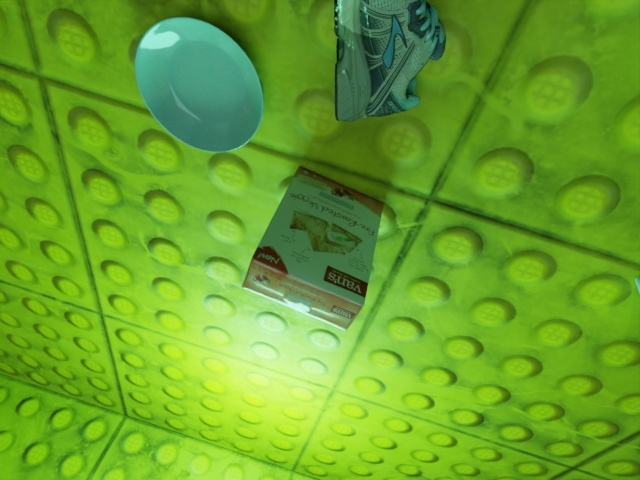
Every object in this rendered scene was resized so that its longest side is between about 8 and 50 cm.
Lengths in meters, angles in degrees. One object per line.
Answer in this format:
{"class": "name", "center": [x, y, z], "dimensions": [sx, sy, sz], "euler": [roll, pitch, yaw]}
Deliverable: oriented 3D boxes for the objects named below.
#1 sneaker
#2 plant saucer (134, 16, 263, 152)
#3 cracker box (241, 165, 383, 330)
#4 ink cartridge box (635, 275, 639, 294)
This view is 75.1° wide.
{"class": "sneaker", "center": [0.076, -0.246, 0.448], "dimensions": [0.122, 0.110, 0.283], "euler": [0, 157, 3]}
{"class": "plant saucer", "center": [-0.170, -0.223, 0.608], "dimensions": [0.195, 0.037, 0.194], "euler": [8, 131, 10]}
{"class": "cracker box", "center": [0.000, 0.000, 0.619], "dimensions": [0.156, 0.232, 0.067], "euler": [23, 133, -4]}
{"class": "ink cartridge box", "center": [0.586, 0.151, 0.544], "dimensions": [0.201, 0.278, 0.117], "euler": [-24, 120, 32]}
